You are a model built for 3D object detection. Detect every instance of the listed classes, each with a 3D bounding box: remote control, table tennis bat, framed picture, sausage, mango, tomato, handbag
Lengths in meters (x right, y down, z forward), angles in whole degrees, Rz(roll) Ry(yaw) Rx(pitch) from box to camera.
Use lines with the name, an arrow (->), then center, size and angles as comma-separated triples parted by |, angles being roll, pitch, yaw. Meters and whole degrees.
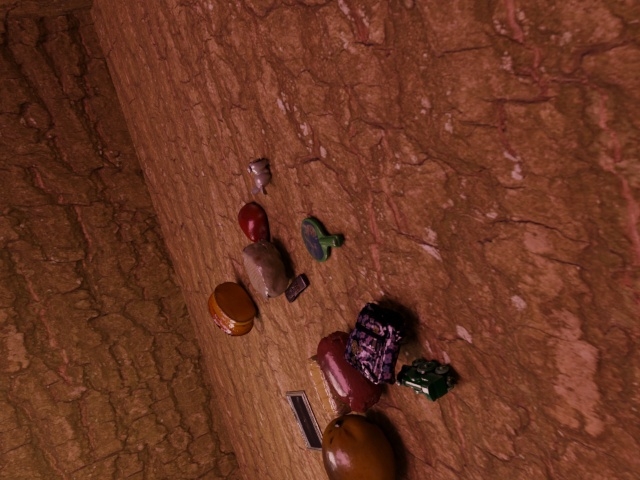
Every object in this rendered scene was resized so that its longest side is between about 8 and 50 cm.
remote control -> -0.094, 0.186, 2.065 | 0.059, 0.028, 0.212 | 59, 150, 11
table tennis bat -> 0.000, 0.000, 1.778 | 0.257, 0.039, 0.160 | 2, 112, 62
framed picture -> -0.066, 0.824, 2.432 | 0.231, 0.018, 0.293 | -35, 77, 61
sausage -> 0.094, 0.432, 1.773 | 0.280, 0.152, 0.152 | 60, 150, 16
mango -> 0.137, 0.793, 1.875 | 0.301, 0.220, 0.445 | 30, 142, 41
tomato -> -0.284, -0.065, 2.174 | 0.174, 0.082, 0.166 | 31, 134, 46
handbag -> 0.160, 0.288, 1.542 | 0.228, 0.126, 0.208 | -152, 71, -67

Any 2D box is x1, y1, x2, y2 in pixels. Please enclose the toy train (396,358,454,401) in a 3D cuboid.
toy train -> 0.284, 0.379, 1.460 | 0.178, 0.104, 0.071 | -3, 110, 62

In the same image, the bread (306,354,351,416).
bread -> 0.044, 0.522, 1.957 | 0.140, 0.106, 0.236 | -30, 81, 62

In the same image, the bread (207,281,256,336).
bread -> -0.419, 0.326, 2.543 | 0.270, 0.195, 0.143 | 51, 136, 25

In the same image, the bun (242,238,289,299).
bun -> -0.211, 0.107, 2.099 | 0.239, 0.141, 0.239 | 46, 150, 37

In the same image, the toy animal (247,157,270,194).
toy animal -> -0.219, -0.236, 1.966 | 0.071, 0.085, 0.124 | -1, 113, 42
